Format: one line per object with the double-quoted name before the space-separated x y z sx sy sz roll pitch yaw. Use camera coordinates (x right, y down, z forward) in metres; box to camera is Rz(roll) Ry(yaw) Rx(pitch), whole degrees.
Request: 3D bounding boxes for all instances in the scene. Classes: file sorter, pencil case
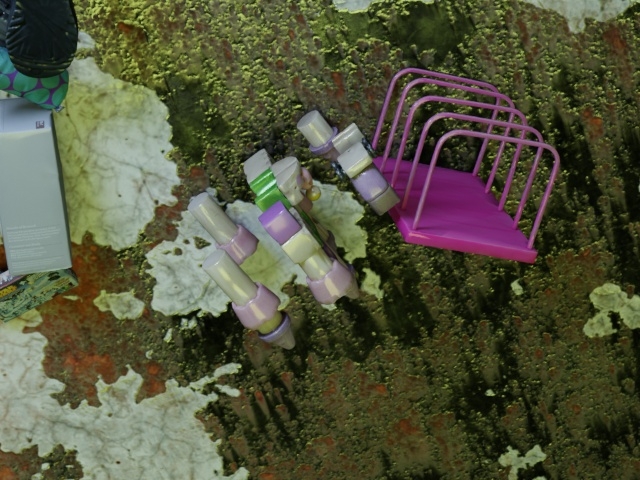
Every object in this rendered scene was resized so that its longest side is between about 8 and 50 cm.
"file sorter" 0.208 -0.123 1.976 0.202 0.291 0.182 9 114 -17
"pencil case" -0.422 -0.227 1.847 0.070 0.064 0.151 -41 149 23

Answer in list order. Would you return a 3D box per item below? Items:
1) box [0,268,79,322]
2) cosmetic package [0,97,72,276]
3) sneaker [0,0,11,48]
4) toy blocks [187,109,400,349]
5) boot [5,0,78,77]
"box" -0.459 0.072 2.070 0.137 0.027 0.094 -27 151 3
"cosmetic package" -0.429 -0.082 1.956 0.107 0.127 0.238 -9 119 -7
"sneaker" -0.533 -0.332 1.811 0.286 0.109 0.130 36 121 -21
"toy blocks" 0.000 0.000 2.004 0.309 0.288 0.260 -37 115 7
"boot" -0.370 -0.370 1.770 0.094 0.207 0.246 0 139 -8
